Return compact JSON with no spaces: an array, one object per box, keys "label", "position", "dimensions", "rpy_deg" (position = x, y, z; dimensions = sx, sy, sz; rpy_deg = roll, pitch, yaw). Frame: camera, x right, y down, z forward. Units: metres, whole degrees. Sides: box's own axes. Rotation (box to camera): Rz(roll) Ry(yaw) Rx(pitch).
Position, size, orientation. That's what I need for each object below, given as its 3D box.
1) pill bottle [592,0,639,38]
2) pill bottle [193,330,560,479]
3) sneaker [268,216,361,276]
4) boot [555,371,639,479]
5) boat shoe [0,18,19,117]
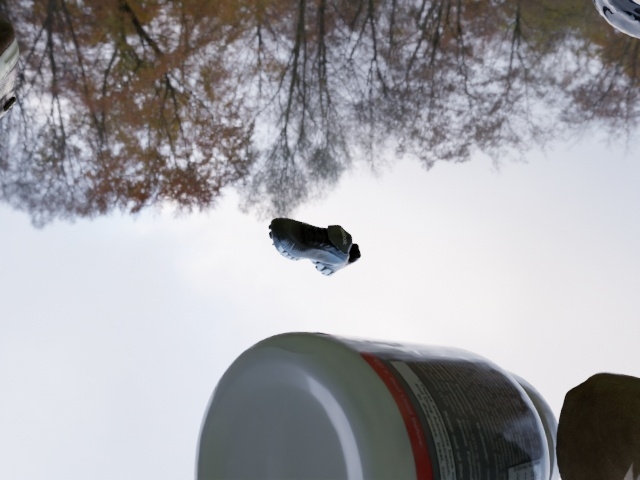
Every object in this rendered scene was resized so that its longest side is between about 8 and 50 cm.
[{"label":"pill bottle","position":[0.194,-0.176,0.238],"dimensions":[0.122,0.123,0.219],"rpy_deg":[17,-179,13]},{"label":"pill bottle","position":[0.084,0.201,0.514],"dimensions":[0.362,0.210,0.210],"rpy_deg":[16,-155,-47]},{"label":"sneaker","position":[0.000,0.000,1.003],"dimensions":[0.106,0.234,0.078],"rpy_deg":[-21,-118,25]},{"label":"boot","position":[0.271,0.254,0.460],"dimensions":[0.112,0.306,0.115],"rpy_deg":[-14,-167,-26]},{"label":"boat shoe","position":[-0.331,-0.093,0.454],"dimensions":[0.095,0.095,0.258],"rpy_deg":[19,-136,-2]}]
